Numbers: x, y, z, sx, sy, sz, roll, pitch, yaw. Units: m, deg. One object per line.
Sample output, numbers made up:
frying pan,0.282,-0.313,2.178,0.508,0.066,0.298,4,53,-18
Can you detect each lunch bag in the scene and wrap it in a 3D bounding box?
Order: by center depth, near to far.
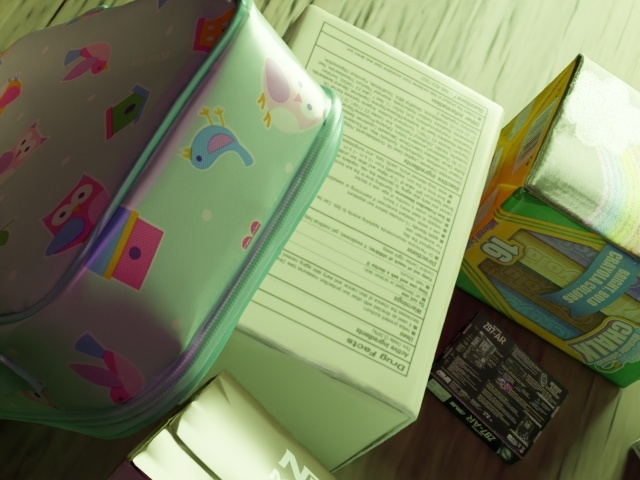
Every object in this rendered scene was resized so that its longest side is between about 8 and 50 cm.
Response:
lunch bag,-0.133,-0.008,0.734,0.108,0.279,0.224,42,63,-30

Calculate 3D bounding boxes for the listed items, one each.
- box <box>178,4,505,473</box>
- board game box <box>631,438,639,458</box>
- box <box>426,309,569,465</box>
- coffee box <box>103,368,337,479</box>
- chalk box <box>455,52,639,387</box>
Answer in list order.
box,0.000,0.000,0.877,0.149,0.127,0.232,27,58,-11
board game box,0.298,0.102,0.978,0.154,0.103,0.026,-26,78,-33
box,0.116,0.097,0.948,0.083,0.018,0.067,43,56,0
coffee box,-0.095,0.223,0.618,0.168,0.297,0.119,46,18,1
chalk box,0.212,0.002,0.973,0.213,0.132,0.132,33,55,-8
